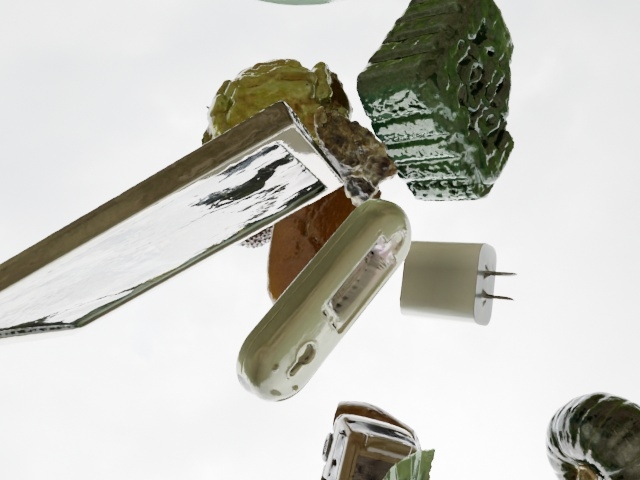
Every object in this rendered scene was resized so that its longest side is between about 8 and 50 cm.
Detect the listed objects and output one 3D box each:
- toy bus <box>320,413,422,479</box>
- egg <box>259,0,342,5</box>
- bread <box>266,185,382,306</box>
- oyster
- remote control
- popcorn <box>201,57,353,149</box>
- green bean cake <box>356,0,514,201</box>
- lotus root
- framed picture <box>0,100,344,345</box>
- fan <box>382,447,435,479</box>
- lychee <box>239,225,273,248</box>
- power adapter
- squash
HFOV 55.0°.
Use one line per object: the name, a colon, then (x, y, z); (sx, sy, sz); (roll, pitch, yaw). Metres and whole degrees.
toy bus: (0.057, 0.418, 0.928); (0.139, 0.157, 0.290); (18, -104, -5)
egg: (-0.068, -0.345, 0.458); (0.389, 0.276, 0.276); (41, -114, 2)
bread: (0.012, -0.002, 1.279); (0.236, 0.183, 0.389); (-2, -107, 19)
oyster: (0.036, -0.121, 0.867); (0.148, 0.103, 0.051); (50, -139, 5)
remote control: (0.010, 0.053, 0.559); (0.042, 0.078, 0.221); (23, -114, 42)
popcorn: (-0.079, -0.178, 1.081); (0.247, 0.282, 0.282); (11, -121, 9)
green bean cake: (0.235, -0.258, 1.082); (0.169, 0.300, 0.308); (3, -127, 43)
lotus root: (0.125, 0.434, 1.310); (0.180, 0.188, 0.199); (-9, -96, 12)
framed picture: (-0.138, 0.006, 0.501); (0.324, 0.240, 0.020); (-29, -98, 5)
fan: (0.080, 0.370, 0.782); (0.009, 0.131, 0.240); (37, -111, -18)
lychee: (-0.193, -0.062, 1.665); (0.188, 0.188, 0.188); (0, -122, 1)
power adapter: (0.323, 0.098, 1.421); (0.255, 0.124, 0.187); (3, -98, 36)
squash: (0.499, 0.371, 1.078); (0.172, 0.218, 0.218); (-12, -121, -13)
